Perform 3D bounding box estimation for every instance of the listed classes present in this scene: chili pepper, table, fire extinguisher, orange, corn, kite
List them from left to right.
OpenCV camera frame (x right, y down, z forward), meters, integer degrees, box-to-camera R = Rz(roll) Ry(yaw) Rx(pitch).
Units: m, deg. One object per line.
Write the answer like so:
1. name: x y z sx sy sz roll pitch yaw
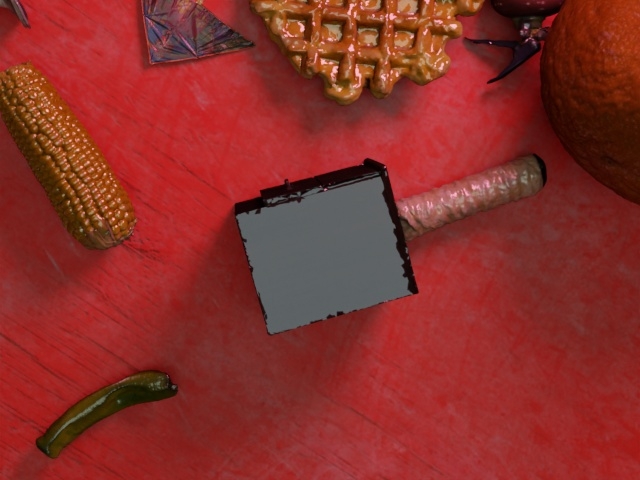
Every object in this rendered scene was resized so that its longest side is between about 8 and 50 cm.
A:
1. corn: -0.324 -0.104 1.415 0.091 0.091 0.260 -22 101 39
2. chili pepper: -0.285 0.221 1.478 0.201 0.050 0.052 -29 115 1
3. kite: -0.174 -0.293 1.448 0.190 0.010 0.159 38 90 -10
4. table: 0.000 0.000 1.420 0.193 0.169 0.173 -16 98 -2
5. fire extinguisher: 0.253 -0.376 1.443 0.138 0.102 0.344 4 98 27
6. orange: 0.449 -0.224 1.366 0.322 0.322 0.357 43 81 -9

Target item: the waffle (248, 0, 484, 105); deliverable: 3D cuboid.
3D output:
1. waffle: 0.061 -0.342 1.429 0.302 0.068 0.325 -40 94 1

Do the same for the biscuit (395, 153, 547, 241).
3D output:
1. biscuit: 0.199 -0.057 1.490 0.219 0.055 0.061 -18 109 -3

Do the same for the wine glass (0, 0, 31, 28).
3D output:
1. wine glass: -0.459 -0.274 1.373 0.182 0.122 0.122 -25 98 -7
